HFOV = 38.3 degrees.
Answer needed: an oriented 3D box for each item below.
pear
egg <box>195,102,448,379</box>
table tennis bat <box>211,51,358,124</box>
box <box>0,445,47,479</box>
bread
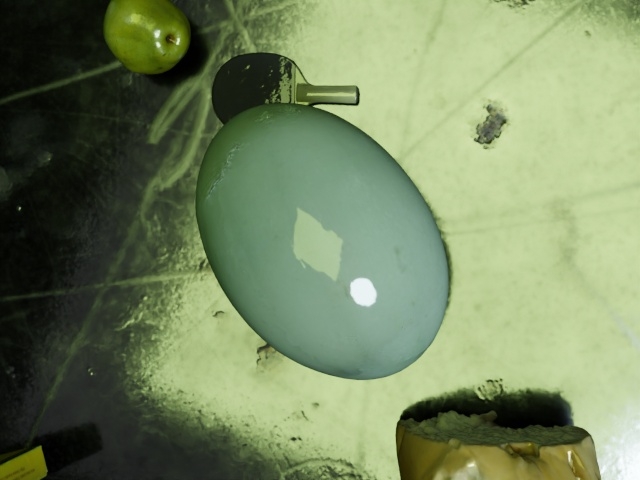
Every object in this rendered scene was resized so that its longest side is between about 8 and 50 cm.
[{"bbox_3d":[-0.182,-0.215,0.953,0.097,0.092,0.092,36,97,50],"label":"pear"},{"bbox_3d":[0.000,0.000,0.856,0.203,0.203,0.282,-36,88,7],"label":"egg"},{"bbox_3d":[-0.039,-0.153,0.961,0.157,0.013,0.087,3,89,10],"label":"table tennis bat"},{"bbox_3d":[-0.444,0.278,0.952,0.279,0.153,0.041,-17,86,9],"label":"box"},{"bbox_3d":[0.166,0.265,0.821,0.184,0.211,0.224,-7,83,2],"label":"bread"}]
